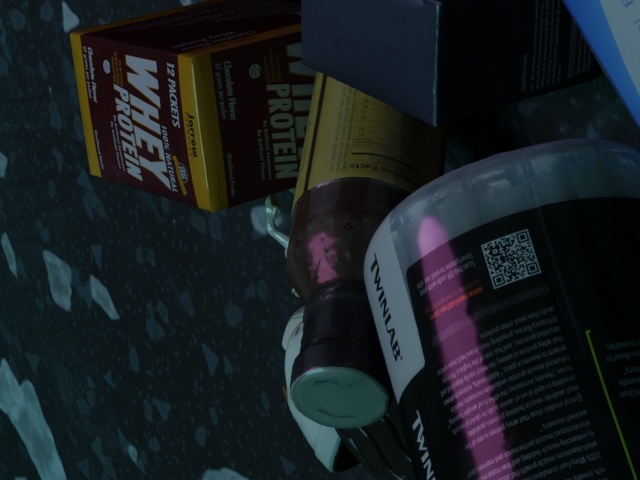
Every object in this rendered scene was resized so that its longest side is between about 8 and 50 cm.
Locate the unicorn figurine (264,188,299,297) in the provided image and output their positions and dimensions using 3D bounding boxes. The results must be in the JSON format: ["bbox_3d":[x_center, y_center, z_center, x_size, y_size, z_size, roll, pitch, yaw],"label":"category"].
[{"bbox_3d":[0.000,0.000,1.554,0.162,0.060,0.111,-1,115,50],"label":"unicorn figurine"}]

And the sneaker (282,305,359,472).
[{"bbox_3d":[0.018,0.076,1.524,0.123,0.106,0.290,49,142,27],"label":"sneaker"}]

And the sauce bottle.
[{"bbox_3d":[0.032,-0.018,1.291,0.111,0.111,0.344,119,166,-48],"label":"sauce bottle"}]

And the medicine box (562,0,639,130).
[{"bbox_3d":[0.272,-0.200,0.987,0.263,0.149,0.289,62,145,15],"label":"medicine box"}]

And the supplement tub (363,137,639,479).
[{"bbox_3d":[0.159,0.129,1.027,0.207,0.207,0.338,126,137,-51],"label":"supplement tub"}]

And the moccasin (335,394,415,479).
[{"bbox_3d":[0.125,0.063,1.352,0.139,0.147,0.380,43,135,15],"label":"moccasin"}]

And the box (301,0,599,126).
[{"bbox_3d":[0.093,-0.162,1.257,0.156,0.158,0.093,31,129,46],"label":"box"}]

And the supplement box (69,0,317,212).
[{"bbox_3d":[-0.076,-0.123,1.490,0.194,0.191,0.129,17,119,51],"label":"supplement box"}]
